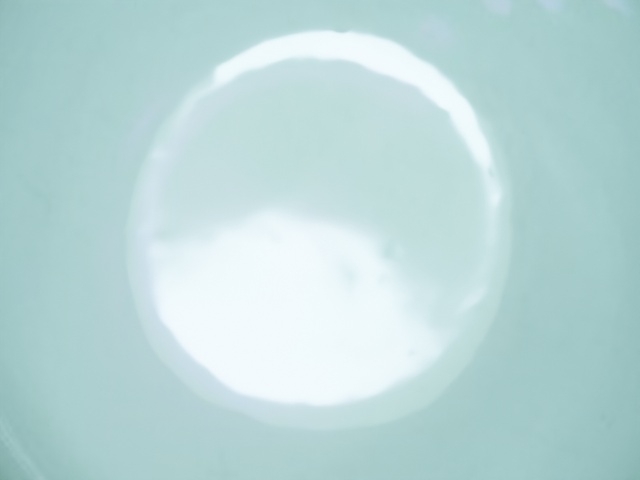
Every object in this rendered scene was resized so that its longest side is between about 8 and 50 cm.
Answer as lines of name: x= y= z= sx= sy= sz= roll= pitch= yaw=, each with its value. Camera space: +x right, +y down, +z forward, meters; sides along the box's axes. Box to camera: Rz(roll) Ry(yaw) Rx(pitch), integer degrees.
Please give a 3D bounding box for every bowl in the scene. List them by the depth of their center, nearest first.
bowl: x=0.000 y=0.000 z=0.659 sx=0.353 sy=0.185 sz=0.354 roll=0 pitch=93 yaw=-1
